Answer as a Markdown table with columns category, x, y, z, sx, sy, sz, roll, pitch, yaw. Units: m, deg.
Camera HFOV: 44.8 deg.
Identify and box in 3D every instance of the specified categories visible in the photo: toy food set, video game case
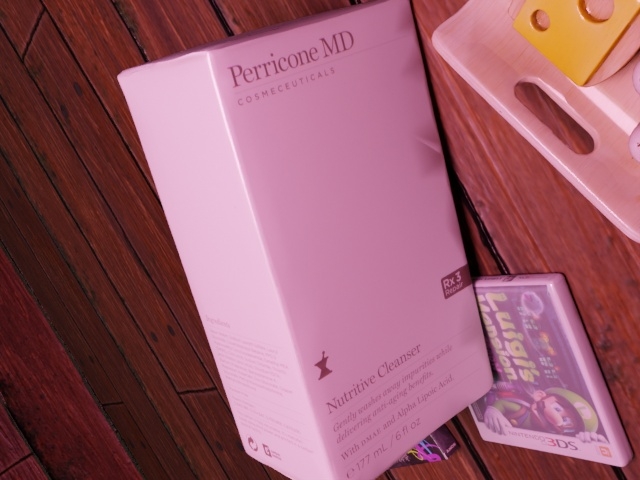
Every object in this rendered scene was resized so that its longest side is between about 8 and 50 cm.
| category | x | y | z | sx | sy | sz | roll | pitch | yaw |
| --- | --- | --- | --- | --- | --- | --- | --- | --- | --- |
| toy food set | 0.189 | -0.154 | 0.434 | 0.219 | 0.092 | 0.306 | 48 | 150 | 15 |
| video game case | 0.189 | 0.120 | 0.742 | 0.173 | 0.022 | 0.190 | -7 | 111 | 55 |

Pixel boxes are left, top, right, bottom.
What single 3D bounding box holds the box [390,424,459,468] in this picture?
| category | x | y | z | sx | sy | sz | roll | pitch | yaw |
| --- | --- | --- | --- | --- | --- | --- | --- | --- | --- |
| box | 0.088 | 0.224 | 0.960 | 0.116 | 0.029 | 0.162 | 56 | 149 | 2 |

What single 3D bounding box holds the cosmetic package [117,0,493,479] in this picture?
| category | x | y | z | sx | sy | sz | roll | pitch | yaw |
| --- | --- | --- | --- | --- | --- | --- | --- | --- | --- |
| cosmetic package | 0.000 | 0.000 | 0.694 | 0.156 | 0.217 | 0.384 | 9 | 121 | 51 |
